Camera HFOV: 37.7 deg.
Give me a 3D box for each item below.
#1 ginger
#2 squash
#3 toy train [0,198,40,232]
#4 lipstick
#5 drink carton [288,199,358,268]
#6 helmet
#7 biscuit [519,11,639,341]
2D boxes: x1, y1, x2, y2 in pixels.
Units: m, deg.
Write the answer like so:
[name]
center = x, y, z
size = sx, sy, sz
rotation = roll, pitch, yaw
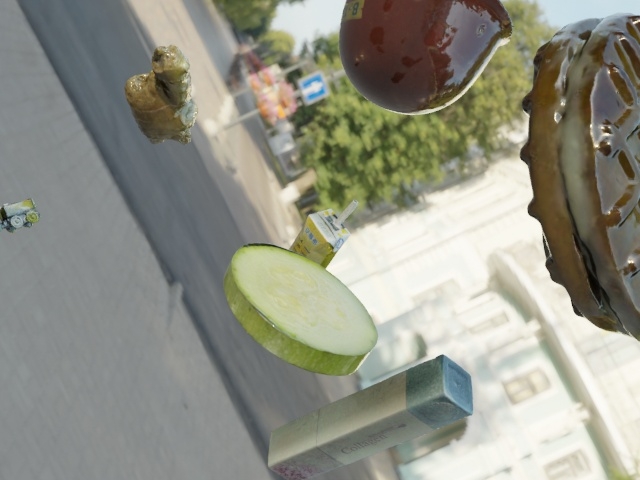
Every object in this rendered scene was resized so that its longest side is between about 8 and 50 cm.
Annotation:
[ginger]
center = -0.202, -0.190, 1.173
size = 0.096, 0.067, 0.165
rotation = 26, -36, 11
[squash]
center = -0.034, 0.097, 1.392
size = 0.252, 0.049, 0.252
rotation = 27, 25, -14
[toy train]
center = -0.779, -0.053, 2.280
size = 0.202, 0.060, 0.081
rotation = -22, 88, -44
[lipstick]
center = 0.062, 0.252, 1.297
size = 0.066, 0.317, 0.068
rotation = 38, 38, -31
[drink carton]
center = 0.000, 0.000, 1.702
size = 0.084, 0.075, 0.200
rotation = 55, -43, 23
[helmet]
center = 0.175, -0.366, 1.826
size = 0.338, 0.230, 0.385
rotation = 27, -4, -19
[biscuit]
center = 0.303, -0.062, 0.915
size = 0.332, 0.103, 0.331
rotation = 14, 72, -50
